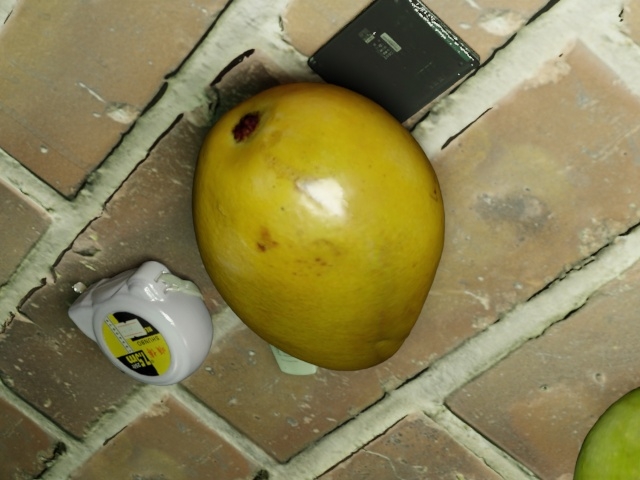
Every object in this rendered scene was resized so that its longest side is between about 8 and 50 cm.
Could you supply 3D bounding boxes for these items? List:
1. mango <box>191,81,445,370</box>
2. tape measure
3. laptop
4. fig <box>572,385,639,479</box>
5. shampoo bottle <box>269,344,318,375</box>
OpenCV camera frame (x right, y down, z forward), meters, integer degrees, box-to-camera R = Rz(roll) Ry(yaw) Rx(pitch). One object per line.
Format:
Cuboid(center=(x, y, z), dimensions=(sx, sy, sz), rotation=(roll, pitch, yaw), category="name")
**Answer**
Cuboid(center=(0.000, 0.000, 1.777), dimensions=(0.300, 0.232, 0.445), rotation=(13, 148, 16), category="mango")
Cuboid(center=(-0.237, 0.115, 2.134), dimensions=(0.196, 0.105, 0.178), rotation=(-16, 114, 39), category="tape measure")
Cuboid(center=(0.078, -0.197, 1.687), dimensions=(0.129, 0.016, 0.180), rotation=(41, 140, -11), category="laptop")
Cuboid(center=(0.437, 0.315, 1.791), dimensions=(0.316, 0.316, 0.316), rotation=(17, 138, 16), category="fig")
Cuboid(center=(-0.059, 0.091, 2.034), dimensions=(0.072, 0.049, 0.212), rotation=(2, 131, 36), category="shampoo bottle")
